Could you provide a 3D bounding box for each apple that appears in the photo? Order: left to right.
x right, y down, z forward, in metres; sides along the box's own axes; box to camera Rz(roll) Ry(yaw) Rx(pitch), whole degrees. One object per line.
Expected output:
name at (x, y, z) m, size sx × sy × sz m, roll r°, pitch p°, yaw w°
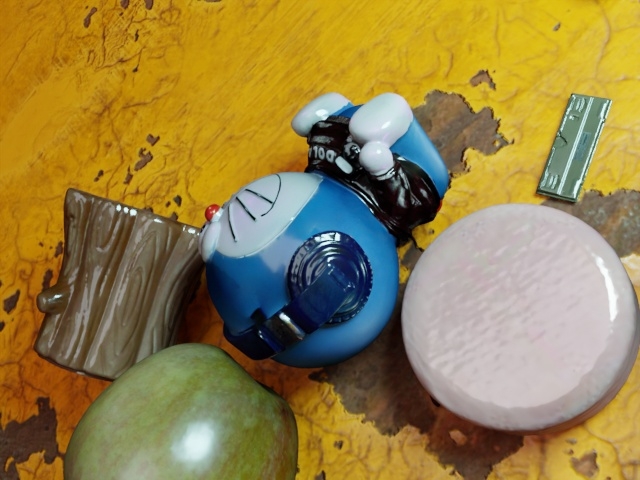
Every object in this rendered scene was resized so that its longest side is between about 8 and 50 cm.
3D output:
apple at (-0.143, 0.246, 0.837) m, size 0.257 × 0.257 × 0.234 m, roll 34°, pitch 77°, yaw 32°

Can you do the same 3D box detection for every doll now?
doll at (0.000, 0.000, 0.859) m, size 0.310 × 0.240 × 0.284 m, roll -49°, pitch 15°, yaw -11°

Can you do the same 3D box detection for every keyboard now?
keyboard at (0.292, -0.108, 0.862) m, size 0.049 × 0.015 × 0.129 m, roll 18°, pitch 82°, yaw 26°

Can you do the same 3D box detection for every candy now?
candy at (0.203, 0.088, 0.796) m, size 0.255 × 0.094 × 0.255 m, roll -9°, pitch 70°, yaw 25°

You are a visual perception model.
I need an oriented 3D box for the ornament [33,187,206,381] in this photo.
ornament at (-0.263, 0.065, 0.986) m, size 0.235 × 0.221 × 0.217 m, roll 13°, pitch 84°, yaw 39°
